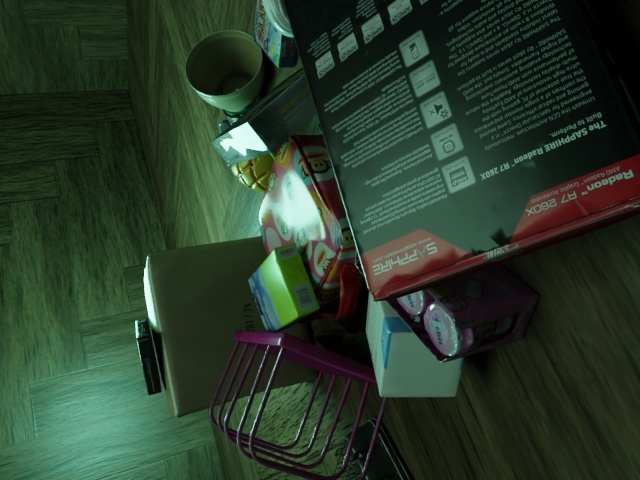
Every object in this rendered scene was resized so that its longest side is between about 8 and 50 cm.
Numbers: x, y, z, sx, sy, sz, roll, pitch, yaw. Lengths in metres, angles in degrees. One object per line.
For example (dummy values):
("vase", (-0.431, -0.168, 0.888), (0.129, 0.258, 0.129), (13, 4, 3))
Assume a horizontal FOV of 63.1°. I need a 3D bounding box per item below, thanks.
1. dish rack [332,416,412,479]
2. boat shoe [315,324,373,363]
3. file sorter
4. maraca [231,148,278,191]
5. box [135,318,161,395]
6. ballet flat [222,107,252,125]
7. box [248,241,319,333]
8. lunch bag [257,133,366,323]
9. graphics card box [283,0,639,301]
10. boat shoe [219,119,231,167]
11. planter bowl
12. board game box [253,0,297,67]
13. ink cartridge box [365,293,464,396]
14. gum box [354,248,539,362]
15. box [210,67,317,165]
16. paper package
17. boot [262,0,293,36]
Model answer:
("dish rack", (0.086, 0.462, 0.893), (0.272, 0.074, 0.208), (100, 150, -42))
("boat shoe", (0.043, 0.180, 0.895), (0.153, 0.048, 0.056), (-166, 67, -64))
("file sorter", (-0.047, 0.269, 0.864), (0.290, 0.202, 0.182), (-20, 47, 66))
("maraca", (-0.113, -0.147, 1.061), (0.185, 0.099, 0.127), (37, 147, 23))
("box", (-0.347, 0.229, 1.048), (0.162, 0.029, 0.116), (-175, 74, -69))
("ballet flat", (-0.169, -0.262, 1.170), (0.203, 0.074, 0.074), (41, 135, 52))
("box", (-0.063, 0.083, 0.831), (0.109, 0.042, 0.178), (69, 155, 11))
("lunch bag", (0.000, 0.000, 0.830), (0.258, 0.120, 0.293), (67, 153, 25))
("graphics card box", (0.102, -0.159, 0.453), (0.232, 0.094, 0.371), (-26, 75, 35))
("boat shoe", (-0.231, -0.246, 1.315), (0.206, 0.065, 0.075), (-123, 32, -42))
("planter bowl", (-0.189, -0.340, 1.097), (0.109, 0.162, 0.162), (69, -179, -68))
("board game box", (-0.075, -0.431, 0.926), (0.136, 0.035, 0.201), (-124, 33, -42))
("ink cartridge box", (0.108, 0.105, 0.629), (0.143, 0.089, 0.092), (-96, 9, -63))
("gum box", (0.131, 0.045, 0.568), (0.188, 0.107, 0.062), (50, 143, 48))
("box", (-0.067, -0.203, 0.822), (0.056, 0.183, 0.231), (51, 164, -18))
("paper package", (-0.197, 0.173, 1.109), (0.168, 0.309, 0.325), (150, 109, -65))
("boot", (-0.035, -0.439, 0.754), (0.123, 0.095, 0.258), (-147, 52, -68))
